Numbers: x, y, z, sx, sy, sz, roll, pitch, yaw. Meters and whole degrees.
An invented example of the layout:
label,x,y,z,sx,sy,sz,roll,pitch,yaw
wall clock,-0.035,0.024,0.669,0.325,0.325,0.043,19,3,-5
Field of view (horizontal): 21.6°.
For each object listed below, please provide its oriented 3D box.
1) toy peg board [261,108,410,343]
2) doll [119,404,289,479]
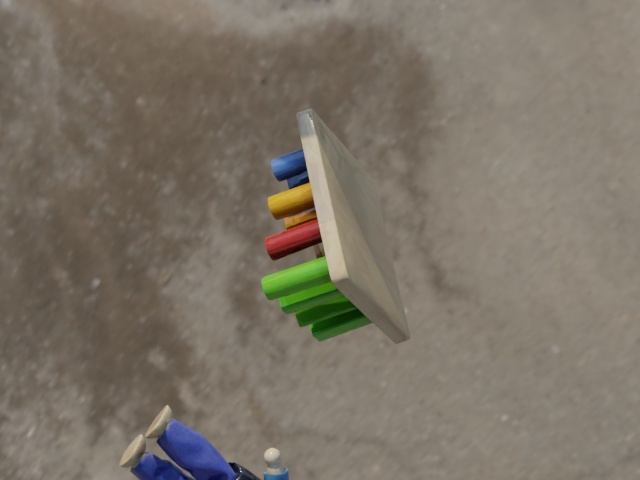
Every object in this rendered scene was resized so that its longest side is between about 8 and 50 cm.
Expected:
label,x,y,z,sx,sy,sz,roll,pitch,yaw
toy peg board,0.000,0.000,1.422,0.161,0.079,0.161,45,29,-60
doll,-0.081,0.226,1.482,0.189,0.129,0.046,40,15,-10
